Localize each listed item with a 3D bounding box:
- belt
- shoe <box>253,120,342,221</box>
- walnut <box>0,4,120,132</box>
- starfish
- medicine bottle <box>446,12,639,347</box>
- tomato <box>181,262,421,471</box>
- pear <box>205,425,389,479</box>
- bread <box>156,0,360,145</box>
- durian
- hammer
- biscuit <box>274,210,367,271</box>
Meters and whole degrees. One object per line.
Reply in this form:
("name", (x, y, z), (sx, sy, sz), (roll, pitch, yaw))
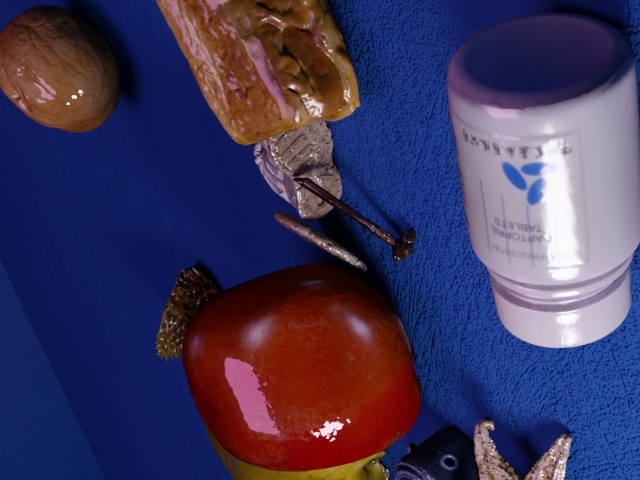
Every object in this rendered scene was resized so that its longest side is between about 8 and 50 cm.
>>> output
("belt", (0.183, 0.384, 1.887), (0.122, 0.128, 0.218), (-5, 113, 58))
("shoe", (-0.037, -0.113, 1.771), (0.092, 0.089, 0.180), (34, 155, 46))
("walnut", (-0.426, -0.278, 2.194), (0.225, 0.193, 0.193), (40, 151, 27))
("starfish", (0.273, 0.332, 1.706), (0.295, 0.048, 0.231), (14, 123, 38))
("medicine bottle", (0.217, -0.052, 1.261), (0.170, 0.170, 0.293), (32, 147, 44))
("tomato", (-0.027, 0.174, 1.842), (0.325, 0.289, 0.293), (-3, 111, 66))
("pear", (-0.081, 0.294, 2.204), (0.386, 0.191, 0.340), (36, 146, 36))
("bread", (-0.085, -0.282, 1.583), (0.195, 0.149, 0.344), (-13, 107, 53))
("durian", (-0.239, 0.141, 2.438), (0.252, 0.144, 0.139), (89, 164, -57))
("hammer", (0.043, -0.036, 1.718), (0.178, 0.021, 0.065), (35, 150, 1))
("biscuit", (0.000, 0.000, 1.828), (0.152, 0.020, 0.152), (32, 178, 1))
